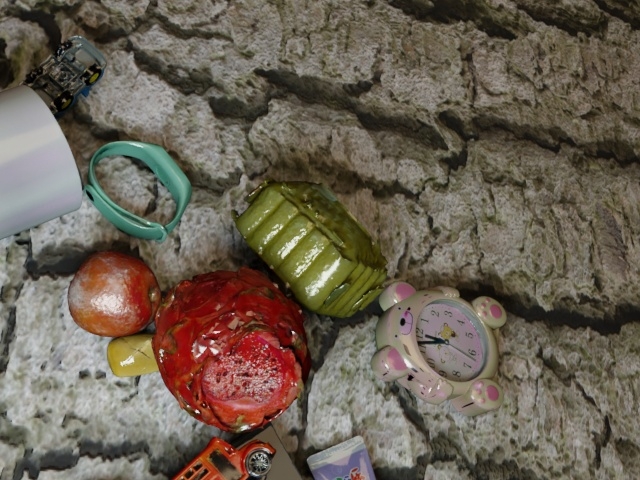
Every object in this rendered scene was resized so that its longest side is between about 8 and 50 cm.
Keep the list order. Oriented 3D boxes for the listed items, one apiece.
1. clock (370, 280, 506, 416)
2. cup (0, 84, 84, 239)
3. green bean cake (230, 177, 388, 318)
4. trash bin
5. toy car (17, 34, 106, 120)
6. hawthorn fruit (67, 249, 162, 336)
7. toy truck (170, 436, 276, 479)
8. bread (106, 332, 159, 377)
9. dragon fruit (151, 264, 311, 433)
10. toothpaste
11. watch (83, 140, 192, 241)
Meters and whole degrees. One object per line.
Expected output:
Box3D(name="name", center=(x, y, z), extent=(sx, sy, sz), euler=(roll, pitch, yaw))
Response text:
Box3D(name="clock", center=(0.274, 0.238, 1.632), extent=(0.310, 0.114, 0.283), euler=(19, 61, -16))
Box3D(name="cup", center=(-0.635, -0.110, 1.269), extent=(0.372, 0.253, 0.253), euler=(-29, 81, -32))
Box3D(name="green bean cake", center=(0.000, 0.000, 1.536), extent=(0.310, 0.202, 0.285), euler=(49, 13, 21))
Box3D(name="trash bin", center=(-0.160, 0.463, 1.309), extent=(0.226, 0.115, 0.165), euler=(-26, 79, -31))
Box3D(name="toy car", center=(-0.550, -0.340, 1.524), extent=(0.097, 0.100, 0.191), euler=(42, 75, -3))
Box3D(name="hawthorn fruit", center=(-0.387, 0.105, 1.342), extent=(0.173, 0.173, 0.172), euler=(11, 62, -21))
Box3D(name="toy truck", center=(-0.192, 0.421, 1.195), extent=(0.114, 0.107, 0.253), euler=(42, 61, 14))
Box3D(name="bread", center=(-0.350, 0.218, 1.368), extent=(0.115, 0.056, 0.082), euler=(0, 66, -26))
Box3D(name="dragon fruit", center=(-0.166, 0.196, 1.324), extent=(0.296, 0.295, 0.301), euler=(-4, 44, -28))
Box3D(name="toothpaste", center=(0.094, 0.583, 1.398), extent=(0.125, 0.080, 0.371), euler=(-18, 73, -16))
Box3D(name="watch", center=(-0.380, -0.108, 1.505), extent=(0.195, 0.068, 0.237), euler=(-37, 84, -33))
